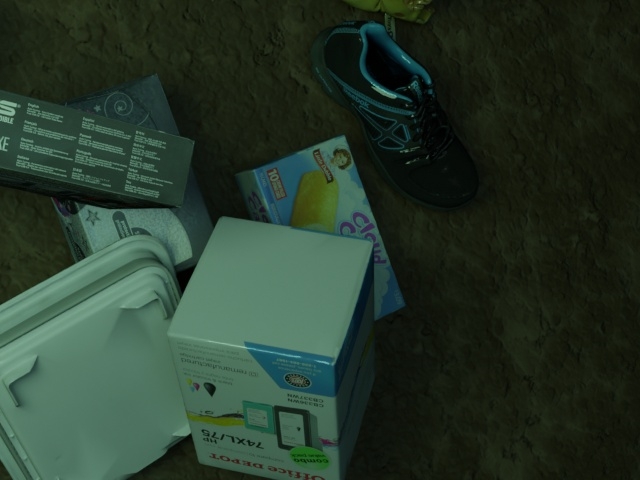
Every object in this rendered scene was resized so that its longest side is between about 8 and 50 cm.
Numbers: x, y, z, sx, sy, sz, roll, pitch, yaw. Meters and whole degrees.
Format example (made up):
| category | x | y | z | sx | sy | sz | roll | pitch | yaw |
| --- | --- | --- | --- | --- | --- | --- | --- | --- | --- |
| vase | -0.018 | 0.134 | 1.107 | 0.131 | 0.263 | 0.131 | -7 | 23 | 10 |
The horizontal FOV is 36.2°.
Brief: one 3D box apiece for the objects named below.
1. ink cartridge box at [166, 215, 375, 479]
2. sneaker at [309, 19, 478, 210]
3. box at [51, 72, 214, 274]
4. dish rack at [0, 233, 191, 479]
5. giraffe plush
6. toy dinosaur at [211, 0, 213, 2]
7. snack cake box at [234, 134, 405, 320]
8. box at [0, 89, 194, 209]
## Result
| category | x | y | z | sx | sy | sz | roll | pitch | yaw |
| --- | --- | --- | --- | --- | --- | --- | --- | --- | --- |
| ink cartridge box | -0.047 | 0.143 | 1.210 | 0.198 | 0.270 | 0.197 | 9 | 47 | 12 |
| sneaker | 0.123 | -0.174 | 1.423 | 0.341 | 0.140 | 0.125 | 46 | 70 | -17 |
| box | -0.255 | -0.067 | 1.253 | 0.163 | 0.142 | 0.247 | -22 | 97 | -23 |
| dish rack | -0.263 | 0.180 | 1.189 | 0.285 | 0.072 | 0.333 | -32 | 136 | -22 |
| giraffe plush | 0.123 | -0.394 | 1.411 | 0.181 | 0.170 | 0.210 | -21 | 97 | -23 |
| toy dinosaur | -0.144 | -0.455 | 1.355 | 0.112 | 0.064 | 0.211 | 28 | 78 | -22 |
| snack cake box | 0.000 | 0.000 | 1.392 | 0.152 | 0.089 | 0.264 | -23 | 98 | -22 |
| box | -0.318 | -0.097 | 1.003 | 0.307 | 0.242 | 0.076 | 12 | 85 | -28 |
